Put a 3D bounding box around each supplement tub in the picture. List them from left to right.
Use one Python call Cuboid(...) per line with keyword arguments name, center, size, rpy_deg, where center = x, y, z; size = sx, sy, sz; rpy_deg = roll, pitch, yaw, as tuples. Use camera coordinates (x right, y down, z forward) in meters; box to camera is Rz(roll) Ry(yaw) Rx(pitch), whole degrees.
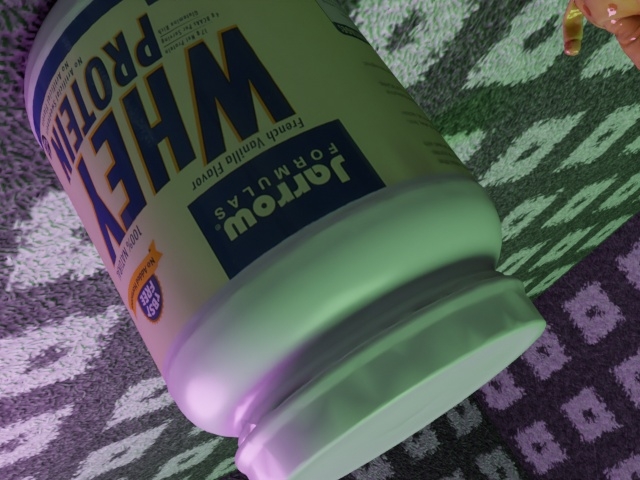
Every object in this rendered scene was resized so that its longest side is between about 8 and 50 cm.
Cuboid(name="supplement tub", center=(-0.030, -0.020, 0.506), size=(0.235, 0.325, 0.235), rpy_deg=(-29, 159, -12))

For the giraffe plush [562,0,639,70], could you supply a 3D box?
Cuboid(name="giraffe plush", center=(0.286, -0.262, 0.684), size=(0.170, 0.210, 0.181), rpy_deg=(27, 91, -48))
